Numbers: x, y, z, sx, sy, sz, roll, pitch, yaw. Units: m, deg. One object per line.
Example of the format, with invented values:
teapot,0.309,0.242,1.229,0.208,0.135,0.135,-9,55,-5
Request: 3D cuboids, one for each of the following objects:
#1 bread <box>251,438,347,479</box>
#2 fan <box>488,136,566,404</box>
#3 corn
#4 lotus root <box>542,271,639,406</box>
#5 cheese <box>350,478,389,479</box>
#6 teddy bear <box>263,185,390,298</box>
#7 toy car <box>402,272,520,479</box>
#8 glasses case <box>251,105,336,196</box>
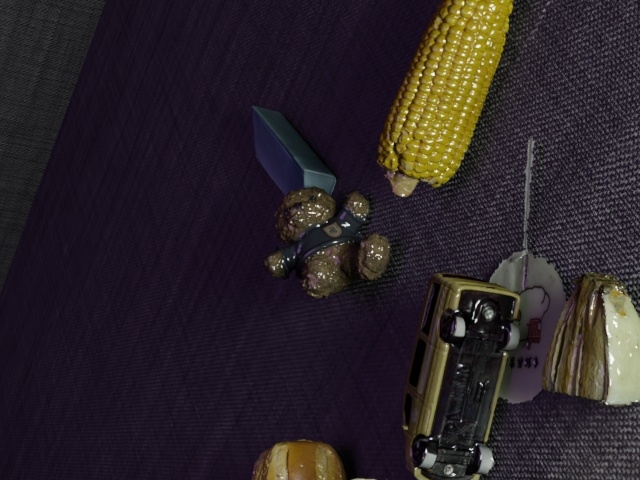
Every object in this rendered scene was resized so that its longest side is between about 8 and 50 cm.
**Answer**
bread,-0.029,0.397,2.030,0.106,0.140,0.236,143,131,-58
fan,0.251,0.036,1.745,0.191,0.009,0.329,-11,74,63
corn,0.165,-0.207,1.880,0.119,0.119,0.322,45,120,58
lotus root,0.309,0.110,1.546,0.143,0.070,0.144,-158,74,-69
cheese,0.137,0.396,1.567,0.124,0.265,0.242,-49,41,46
teddy bear,0.005,0.017,2.118,0.251,0.182,0.129,-122,12,-51
toy car,0.164,0.171,1.767,0.124,0.101,0.257,-149,69,-67
glasses case,-0.045,-0.130,2.351,0.266,0.056,0.105,-127,28,-55
